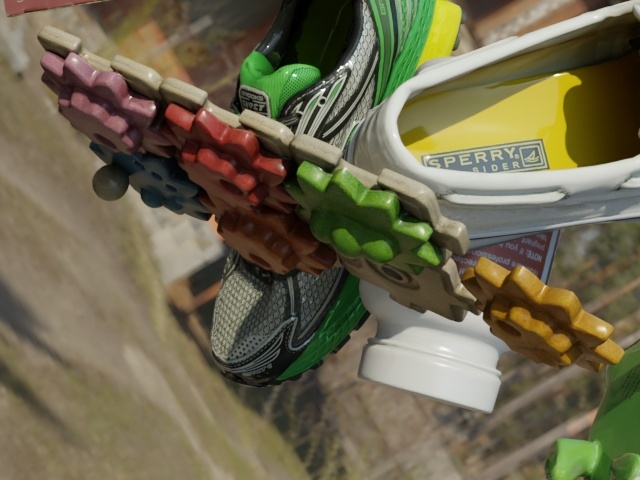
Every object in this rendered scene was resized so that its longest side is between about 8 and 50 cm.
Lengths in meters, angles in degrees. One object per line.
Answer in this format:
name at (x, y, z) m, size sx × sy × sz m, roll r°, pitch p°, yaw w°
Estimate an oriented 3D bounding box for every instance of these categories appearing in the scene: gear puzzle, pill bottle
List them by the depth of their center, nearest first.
gear puzzle at (0.000, 0.000, 0.756) m, size 0.339 × 0.044 × 0.175 m, roll 24°, pitch -17°, yaw 22°
pill bottle at (0.094, -0.002, 0.941) m, size 0.121 × 0.216 × 0.121 m, roll 15°, pitch -7°, yaw 2°

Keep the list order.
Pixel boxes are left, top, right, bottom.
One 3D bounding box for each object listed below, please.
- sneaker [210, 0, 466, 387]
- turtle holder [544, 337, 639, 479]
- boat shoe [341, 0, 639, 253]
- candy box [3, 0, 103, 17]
sneaker at (-0.021, -0.062, 1.030) m, size 0.134 × 0.343 × 0.146 m, roll 20°, pitch 6°, yaw 42°
turtle holder at (0.325, 0.167, 1.144) m, size 0.227 × 0.243 × 0.320 m, roll 31°, pitch -28°, yaw -7°
boat shoe at (0.195, -0.090, 0.815) m, size 0.156 × 0.367 × 0.136 m, roll 117°, pitch -39°, yaw -72°
candy box at (-0.145, -0.199, 1.002) m, size 0.186 × 0.109 × 0.053 m, roll -70°, pitch 152°, yaw -72°
